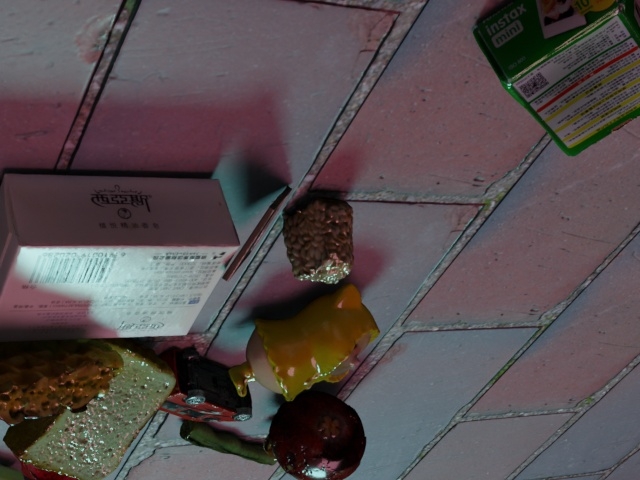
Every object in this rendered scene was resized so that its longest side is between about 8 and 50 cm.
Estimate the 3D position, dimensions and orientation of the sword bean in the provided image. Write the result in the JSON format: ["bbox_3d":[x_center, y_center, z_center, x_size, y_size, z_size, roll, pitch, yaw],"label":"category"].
[{"bbox_3d":[-0.157,0.354,2.132,0.043,0.038,0.269,-9,156,30],"label":"sword bean"}]

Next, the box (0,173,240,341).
[{"bbox_3d":[-0.265,0.023,1.493,0.274,0.116,0.203,0,143,-29],"label":"box"}]

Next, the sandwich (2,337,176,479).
[{"bbox_3d":[-0.324,0.234,1.742,0.214,0.065,0.186,-53,138,0],"label":"sandwich"}]

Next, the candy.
[{"bbox_3d":[0.000,0.000,1.634,0.085,0.110,0.095,3,156,-35],"label":"candy"}]

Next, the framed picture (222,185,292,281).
[{"bbox_3d":[-0.078,-0.011,1.535,0.109,0.011,0.149,-57,-179,14],"label":"framed picture"}]

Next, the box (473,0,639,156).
[{"bbox_3d":[0.315,-0.220,1.487,0.180,0.103,0.250,-32,145,17],"label":"box"}]

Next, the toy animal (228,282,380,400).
[{"bbox_3d":[-0.029,0.159,1.831,0.230,0.156,0.156,-28,149,-9],"label":"toy animal"}]

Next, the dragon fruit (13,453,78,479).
[{"bbox_3d":[-0.413,0.282,1.827,0.111,0.153,0.153,7,169,40],"label":"dragon fruit"}]

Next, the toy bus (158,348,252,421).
[{"bbox_3d":[-0.186,0.234,1.896,0.089,0.081,0.195,-25,149,25],"label":"toy bus"}]

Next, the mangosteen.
[{"bbox_3d":[-0.010,0.337,2.090,0.166,0.166,0.180,-8,172,-21],"label":"mangosteen"}]

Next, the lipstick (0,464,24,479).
[{"bbox_3d":[-0.571,0.348,1.842,0.076,0.076,0.304,-32,146,17],"label":"lipstick"}]

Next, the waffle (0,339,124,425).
[{"bbox_3d":[-0.390,0.152,1.486,0.312,0.307,0.060,2,104,-20],"label":"waffle"}]
